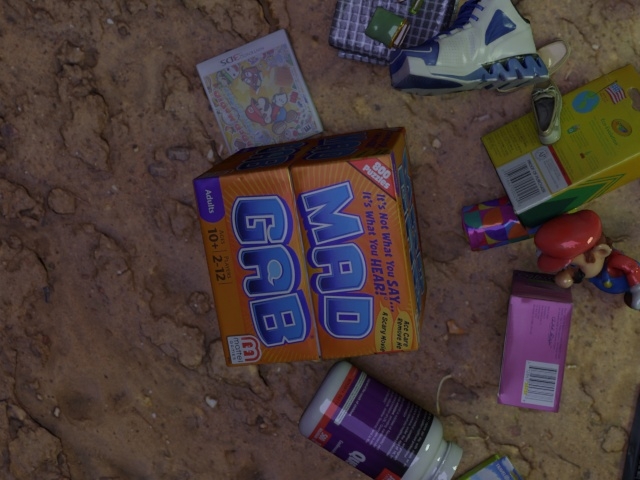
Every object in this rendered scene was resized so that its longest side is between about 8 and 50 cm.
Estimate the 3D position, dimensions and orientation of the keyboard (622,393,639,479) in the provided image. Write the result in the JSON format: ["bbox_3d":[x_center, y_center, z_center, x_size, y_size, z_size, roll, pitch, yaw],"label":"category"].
[{"bbox_3d":[0.740,0.451,1.904,0.201,0.033,0.317,8,102,8],"label":"keyboard"}]

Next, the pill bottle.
[{"bbox_3d":[0.127,0.402,1.925,0.323,0.181,0.181,31,104,4],"label":"pill bottle"}]

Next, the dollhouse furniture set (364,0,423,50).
[{"bbox_3d":[0.142,-0.435,1.715,0.076,0.058,0.152,29,103,7],"label":"dollhouse furniture set"}]

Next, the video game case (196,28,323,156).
[{"bbox_3d":[-0.127,-0.298,1.925,0.206,0.026,0.227,-20,96,13],"label":"video game case"}]

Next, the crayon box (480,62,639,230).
[{"bbox_3d":[0.491,-0.178,1.755,0.318,0.081,0.202,-26,54,14],"label":"crayon box"}]

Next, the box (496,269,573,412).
[{"bbox_3d":[0.419,0.190,1.802,0.117,0.243,0.214,7,101,11],"label":"box"}]

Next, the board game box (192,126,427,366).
[{"bbox_3d":[0.000,0.000,1.773,0.356,0.356,0.356,-7,103,11],"label":"board game box"}]

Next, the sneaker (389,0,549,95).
[{"bbox_3d":[0.268,-0.372,1.709,0.315,0.127,0.182,-6,86,-22],"label":"sneaker"}]

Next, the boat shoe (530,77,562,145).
[{"bbox_3d":[0.427,-0.254,1.750,0.056,0.048,0.153,-7,61,25],"label":"boat shoe"}]

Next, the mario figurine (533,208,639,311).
[{"bbox_3d":[0.527,0.071,1.759,0.320,0.170,0.198,28,145,-22],"label":"mario figurine"}]

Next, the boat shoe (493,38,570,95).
[{"bbox_3d":[0.414,-0.336,1.805,0.170,0.059,0.063,-33,93,14],"label":"boat shoe"}]

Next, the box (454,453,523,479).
[{"bbox_3d":[0.353,0.542,1.981,0.178,0.042,0.109,-36,93,14],"label":"box"}]

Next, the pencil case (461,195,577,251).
[{"bbox_3d":[0.401,-0.048,1.843,0.236,0.104,0.104,-14,97,10],"label":"pencil case"}]

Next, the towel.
[{"bbox_3d":[0.152,-0.477,1.796,0.235,0.121,0.284,14,102,8],"label":"towel"}]
